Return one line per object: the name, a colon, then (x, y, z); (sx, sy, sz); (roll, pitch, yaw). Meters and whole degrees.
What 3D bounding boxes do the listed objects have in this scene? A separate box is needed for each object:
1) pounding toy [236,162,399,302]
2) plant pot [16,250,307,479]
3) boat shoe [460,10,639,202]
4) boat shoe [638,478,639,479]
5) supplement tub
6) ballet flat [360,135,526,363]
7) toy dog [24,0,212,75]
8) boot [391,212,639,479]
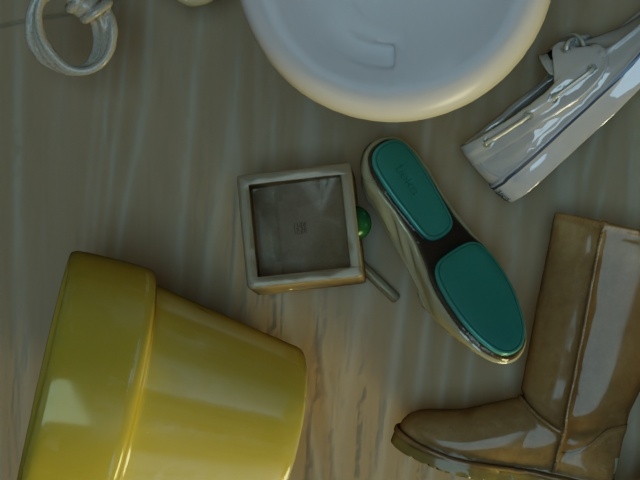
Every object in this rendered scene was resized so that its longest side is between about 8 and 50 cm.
pounding toy: (0.000, 0.000, 1.256); (0.141, 0.100, 0.130); (-6, 83, 4)
plant pot: (-0.149, 0.156, 1.220); (0.239, 0.254, 0.254); (13, 99, -13)
boat shoe: (0.241, -0.151, 1.203); (0.084, 0.095, 0.258); (43, 98, -6)
boat shoe: (0.440, 0.313, 1.245); (0.324, 0.096, 0.116); (15, 57, -1)
supplement tub: (0.067, -0.225, 1.090); (0.241, 0.331, 0.241); (1, 97, 5)
ballet flat: (0.111, 0.015, 1.229); (0.086, 0.086, 0.248); (-30, 79, 8)
toy dog: (-0.248, -0.337, 1.220); (0.220, 0.161, 0.333); (-35, 108, 6)
boot: (0.211, 0.103, 1.250); (0.236, 0.089, 0.269); (13, 96, 0)
